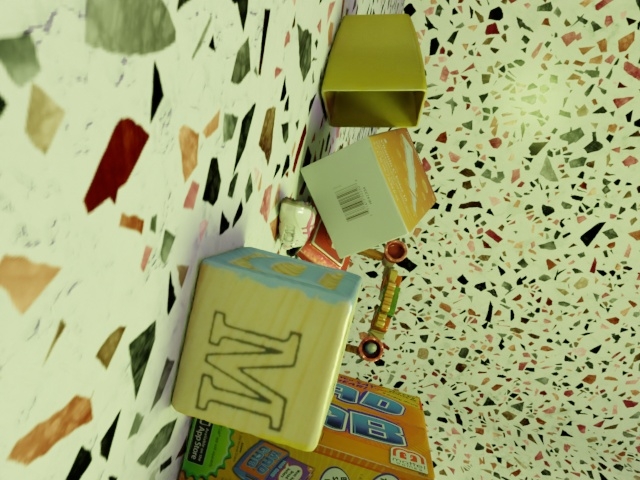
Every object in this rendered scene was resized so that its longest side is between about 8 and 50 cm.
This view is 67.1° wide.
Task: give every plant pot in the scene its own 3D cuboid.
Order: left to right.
[{"bbox_3d":[0.120,-0.377,1.070,0.212,0.212,0.187,47,45,-81],"label":"plant pot"}]

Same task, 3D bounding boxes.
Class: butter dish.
[{"bbox_3d":[-0.009,0.002,1.137,0.118,0.160,0.160,-18,-137,45],"label":"butter dish"}]

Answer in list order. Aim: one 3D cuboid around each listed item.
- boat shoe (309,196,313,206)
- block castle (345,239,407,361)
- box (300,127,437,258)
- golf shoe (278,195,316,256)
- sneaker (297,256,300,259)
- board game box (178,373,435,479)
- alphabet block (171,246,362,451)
[{"bbox_3d":[-0.013,-0.069,1.213,0.038,0.046,0.125,50,47,-76],"label":"boat shoe"},{"bbox_3d":[0.123,0.188,1.730,0.213,0.303,0.453,102,5,-71],"label":"block castle"},{"bbox_3d":[0.130,-0.126,1.129,0.215,0.168,0.345,66,27,-6],"label":"box"},{"bbox_3d":[-0.048,-0.023,0.944,0.186,0.067,0.086,82,25,-71],"label":"golf shoe"},{"bbox_3d":[0.000,0.000,1.248,0.087,0.092,0.228,84,23,-74],"label":"sneaker"},{"bbox_3d":[-0.030,0.450,0.855,0.356,0.356,0.356,2,103,-82],"label":"board game box"},{"bbox_3d":[-0.061,0.131,0.660,0.192,0.193,0.197,-20,124,-79],"label":"alphabet block"}]
